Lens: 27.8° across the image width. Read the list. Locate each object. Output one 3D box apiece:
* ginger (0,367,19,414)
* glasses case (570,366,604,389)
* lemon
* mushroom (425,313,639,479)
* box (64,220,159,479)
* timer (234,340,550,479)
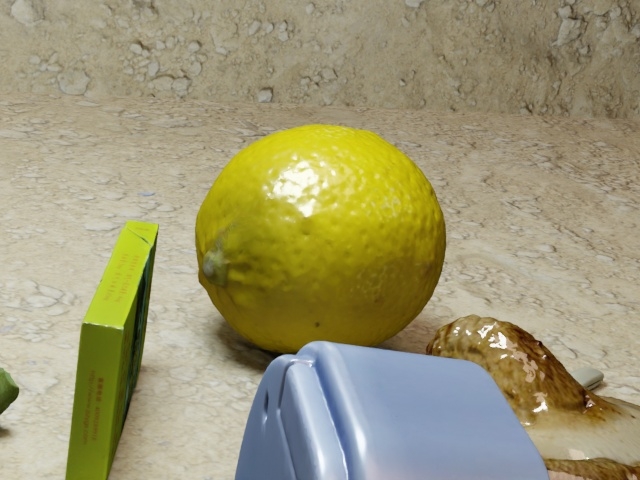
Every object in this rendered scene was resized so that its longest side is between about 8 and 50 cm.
[{"bbox_3d":[-0.422,0.181,1.297,0.137,0.089,0.290,31,25,6],"label":"ginger"},{"bbox_3d":[0.361,0.191,1.779,0.032,0.021,0.083,22,21,32],"label":"glasses case"},{"bbox_3d":[0.002,0.000,1.709,0.336,0.336,0.336,9,18,-3],"label":"lemon"},{"bbox_3d":[0.235,0.240,1.289,0.345,0.239,0.345,-2,36,2],"label":"mushroom"},{"bbox_3d":[-0.226,0.115,1.429,0.047,0.187,0.335,8,18,-4],"label":"box"},{"bbox_3d":[0.034,0.247,0.859,0.173,0.395,0.395,6,18,-10],"label":"timer"}]
